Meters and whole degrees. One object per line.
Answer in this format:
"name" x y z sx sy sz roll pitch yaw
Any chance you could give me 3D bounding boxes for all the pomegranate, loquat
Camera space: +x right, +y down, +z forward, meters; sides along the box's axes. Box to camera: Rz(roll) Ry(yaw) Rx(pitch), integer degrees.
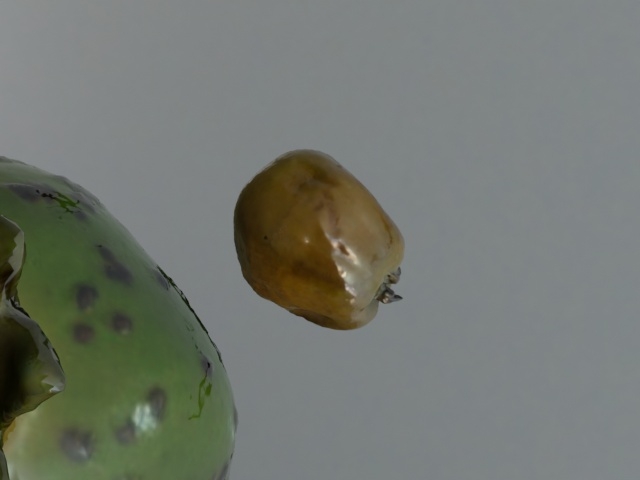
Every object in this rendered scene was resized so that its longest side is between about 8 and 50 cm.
"pomegranate" -0.125 0.070 0.605 0.286 0.231 0.231 -4 -77 56
"loquat" 0.000 0.000 1.209 0.137 0.113 0.137 37 -26 22
